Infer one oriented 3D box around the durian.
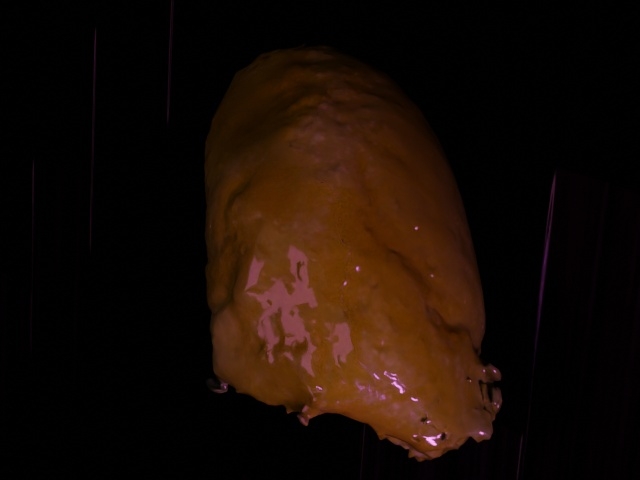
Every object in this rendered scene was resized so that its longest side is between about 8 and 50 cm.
[{"bbox_3d":[0.000,0.000,0.997,0.256,0.204,0.339,147,115,-68],"label":"durian"}]
